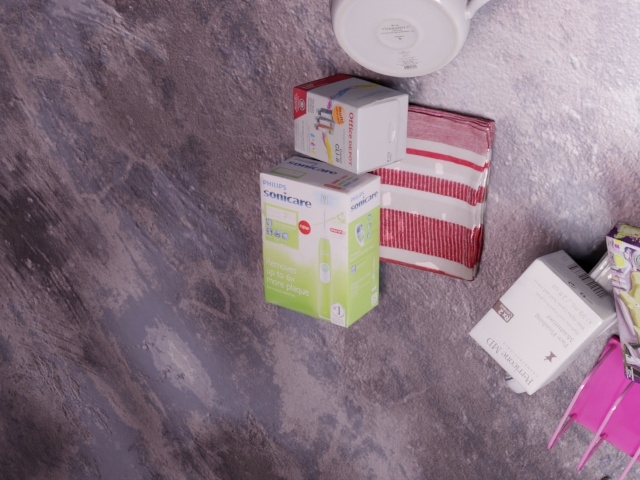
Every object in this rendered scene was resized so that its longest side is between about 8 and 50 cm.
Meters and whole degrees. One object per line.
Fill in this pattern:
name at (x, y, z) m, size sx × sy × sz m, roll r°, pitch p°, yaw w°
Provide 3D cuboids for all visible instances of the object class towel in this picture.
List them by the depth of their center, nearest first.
towel at (0.197, -0.090, 2.002) m, size 0.237 × 0.037 × 0.329 m, roll 13°, pitch 119°, yaw 22°

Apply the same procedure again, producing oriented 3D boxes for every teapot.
teapot at (0.146, -0.414, 1.792) m, size 0.256 × 0.187 × 0.252 m, roll 23°, pitch 146°, yaw -14°

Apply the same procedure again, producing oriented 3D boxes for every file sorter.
file sorter at (0.582, 0.355, 1.902) m, size 0.290 × 0.182 × 0.202 m, roll 32°, pitch 125°, yaw 20°

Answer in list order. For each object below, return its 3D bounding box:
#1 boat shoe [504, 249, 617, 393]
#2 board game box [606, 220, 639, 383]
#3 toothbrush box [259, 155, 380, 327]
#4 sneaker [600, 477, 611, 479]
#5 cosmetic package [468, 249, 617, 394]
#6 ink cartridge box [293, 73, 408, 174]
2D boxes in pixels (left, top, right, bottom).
boat shoe at (0.433, 0.122, 1.921) m, size 0.156 × 0.136 × 0.367 m, roll 44°, pitch 122°, yaw 2°
board game box at (0.568, 0.136, 1.686) m, size 0.208 × 0.056 × 0.347 m, roll 20°, pitch 144°, yaw 38°
toothbrush box at (0.000, 0.000, 2.080) m, size 0.206 × 0.122 × 0.283 m, roll 16°, pitch 119°, yaw 31°
sneaker at (0.560, 0.521, 2.101) m, size 0.067 × 0.042 × 0.118 m, roll 37°, pitch 132°, yaw 12°
cosmetic package at (0.382, 0.136, 1.802) m, size 0.151 × 0.151 × 0.184 m, roll 46°, pitch 113°, yaw 18°
ink cartridge box at (0.054, -0.213, 1.927) m, size 0.176 × 0.127 × 0.128 m, roll 24°, pitch 124°, yaw 42°
